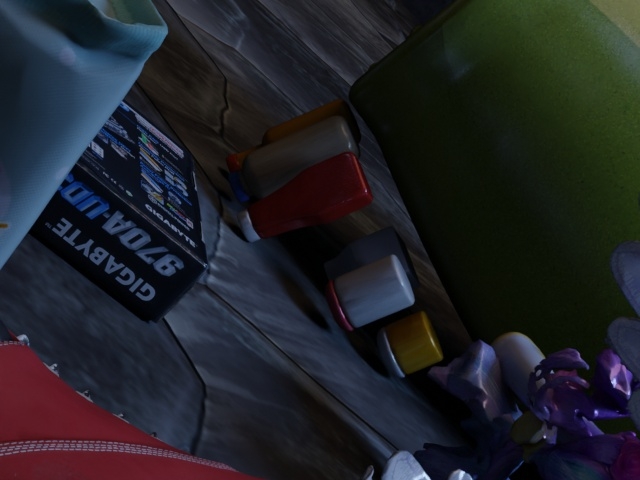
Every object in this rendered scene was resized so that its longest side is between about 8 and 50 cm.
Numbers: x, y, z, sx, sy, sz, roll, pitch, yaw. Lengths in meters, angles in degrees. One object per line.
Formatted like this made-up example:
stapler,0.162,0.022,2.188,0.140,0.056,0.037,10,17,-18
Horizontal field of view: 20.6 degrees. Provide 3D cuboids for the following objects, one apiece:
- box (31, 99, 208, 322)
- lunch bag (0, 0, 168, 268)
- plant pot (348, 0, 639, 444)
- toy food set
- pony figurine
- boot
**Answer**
box,-0.164,-0.067,1.023,0.220,0.051,0.175,39,13,-22
lunch bag,-0.182,-0.069,0.569,0.160,0.223,0.262,25,22,-33
plant pot,0.215,-0.053,1.365,0.353,0.366,0.366,51,12,-3
toy food set,0.000,0.000,1.305,0.111,0.105,0.232,49,19,-66
pony figurine,0.171,0.163,0.955,0.351,0.303,0.363,50,-4,-16
boot,-0.086,0.085,0.714,0.176,0.088,0.244,49,17,26
